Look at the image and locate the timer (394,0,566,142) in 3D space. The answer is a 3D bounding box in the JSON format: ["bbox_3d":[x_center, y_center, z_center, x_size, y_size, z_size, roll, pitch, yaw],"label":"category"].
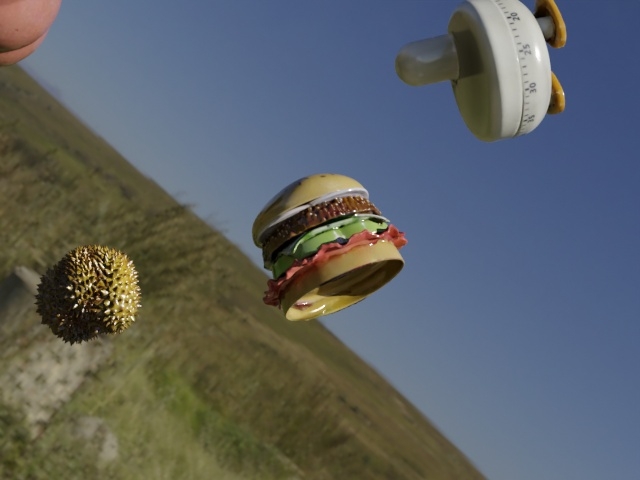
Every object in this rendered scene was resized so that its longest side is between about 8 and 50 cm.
[{"bbox_3d":[0.254,-0.269,1.644,0.233,0.240,0.233,167,-90,-83],"label":"timer"}]

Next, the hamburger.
[{"bbox_3d":[0.003,-0.001,1.157,0.175,0.175,0.136,65,2,-74],"label":"hamburger"}]

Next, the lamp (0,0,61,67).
[{"bbox_3d":[-0.474,-0.391,1.423,0.305,0.240,0.305,30,-42,31],"label":"lamp"}]

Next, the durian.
[{"bbox_3d":[-0.343,0.079,1.533,0.137,0.158,0.168,78,-3,-46],"label":"durian"}]
